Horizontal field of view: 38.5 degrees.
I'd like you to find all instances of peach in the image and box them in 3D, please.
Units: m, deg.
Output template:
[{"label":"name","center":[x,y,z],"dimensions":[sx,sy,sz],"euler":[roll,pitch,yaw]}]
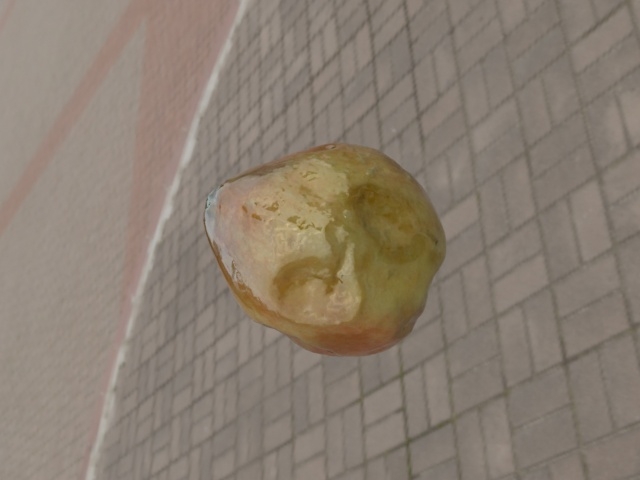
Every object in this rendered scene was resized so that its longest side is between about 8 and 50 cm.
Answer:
[{"label":"peach","center":[0.000,0.000,0.898],"dimensions":[0.214,0.236,0.214],"euler":[-43,35,40]}]
